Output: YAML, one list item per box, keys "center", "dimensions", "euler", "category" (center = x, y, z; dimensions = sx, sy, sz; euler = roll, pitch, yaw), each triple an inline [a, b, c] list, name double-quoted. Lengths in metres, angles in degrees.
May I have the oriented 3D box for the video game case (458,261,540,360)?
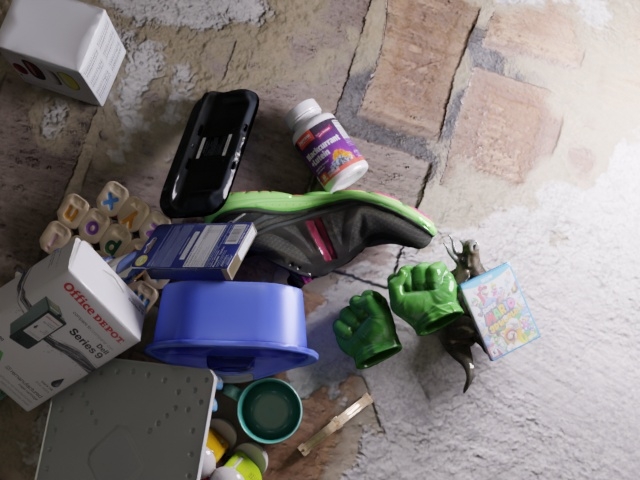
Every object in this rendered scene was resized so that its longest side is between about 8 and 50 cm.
- center: [0.360, 0.142, 1.788]
  dimensions: [0.119, 0.015, 0.166]
  euler: [-24, 93, -14]
  category: "video game case"

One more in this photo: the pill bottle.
- center: [0.007, -0.206, 1.914]
  dimensions: [0.108, 0.108, 0.193]
  euler: [-33, 80, -7]
  category: "pill bottle"

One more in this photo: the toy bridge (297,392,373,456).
- center: [0.033, 0.372, 1.814]
  dimensions: [0.188, 0.063, 0.026]
  euler: [-37, 81, -7]
  category: "toy bridge"

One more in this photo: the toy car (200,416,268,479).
- center: [-0.205, 0.455, 1.767]
  dimensions: [0.182, 0.159, 0.136]
  euler: [37, 115, 6]
  category: "toy car"

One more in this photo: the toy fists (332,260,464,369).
- center: [0.149, 0.142, 1.815]
  dimensions: [0.279, 0.096, 0.142]
  euler: [-33, 64, 18]
  category: "toy fists"

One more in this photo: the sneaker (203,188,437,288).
- center: [0.000, 0.000, 1.852]
  dimensions: [0.483, 0.185, 0.202]
  euler: [-1, 85, 9]
  category: "sneaker"

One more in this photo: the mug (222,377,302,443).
- center: [-0.108, 0.334, 1.804]
  dimensions: [0.130, 0.097, 0.157]
  euler: [-30, 79, -6]
  category: "mug"

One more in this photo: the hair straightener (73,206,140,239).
- center: [-0.441, -0.016, 1.900]
  dimensions: [0.231, 0.047, 0.089]
  euler: [17, 78, 3]
  category: "hair straightener"

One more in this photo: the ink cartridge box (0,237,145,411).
- center: [-0.514, 0.163, 1.709]
  dimensions: [0.289, 0.121, 0.211]
  euler: [-33, 118, 12]
  category: "ink cartridge box"

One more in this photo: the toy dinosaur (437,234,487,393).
- center: [0.309, 0.159, 1.853]
  dimensions: [0.161, 0.121, 0.313]
  euler: [12, 83, 14]
  category: "toy dinosaur"

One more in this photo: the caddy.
- center: [-0.174, 0.193, 1.764]
  dimensions: [0.342, 0.241, 0.179]
  euler: [2, 72, 0]
  category: "caddy"

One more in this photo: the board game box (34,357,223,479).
- center: [-0.382, 0.428, 1.720]
  dimensions: [0.390, 0.050, 0.389]
  euler: [2, 77, 28]
  category: "board game box"

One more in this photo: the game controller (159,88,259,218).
- center: [-0.232, -0.188, 1.878]
  dimensions: [0.167, 0.067, 0.319]
  euler: [2, 61, 24]
  category: "game controller"

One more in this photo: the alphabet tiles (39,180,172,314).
- center: [-0.449, 0.029, 1.878]
  dimensions: [0.284, 0.021, 0.278]
  euler: [34, 94, 6]
  category: "alphabet tiles"

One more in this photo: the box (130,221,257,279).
- center: [-0.251, 0.020, 1.763]
  dimensions: [0.225, 0.036, 0.136]
  euler: [1, 43, 24]
  category: "box"

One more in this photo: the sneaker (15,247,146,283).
- center: [-0.495, 0.066, 1.818]
  dimensions: [0.297, 0.112, 0.130]
  euler: [-23, 86, 7]
  category: "sneaker"

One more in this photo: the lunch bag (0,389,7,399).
- center: [-0.774, 0.306, 1.739]
  dimensions: [0.262, 0.223, 0.160]
  euler: [-37, 73, -7]
  category: "lunch bag"

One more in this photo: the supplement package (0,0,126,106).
- center: [-0.551, -0.413, 1.906]
  dimensions: [0.194, 0.203, 0.149]
  euler: [18, 78, 4]
  category: "supplement package"
